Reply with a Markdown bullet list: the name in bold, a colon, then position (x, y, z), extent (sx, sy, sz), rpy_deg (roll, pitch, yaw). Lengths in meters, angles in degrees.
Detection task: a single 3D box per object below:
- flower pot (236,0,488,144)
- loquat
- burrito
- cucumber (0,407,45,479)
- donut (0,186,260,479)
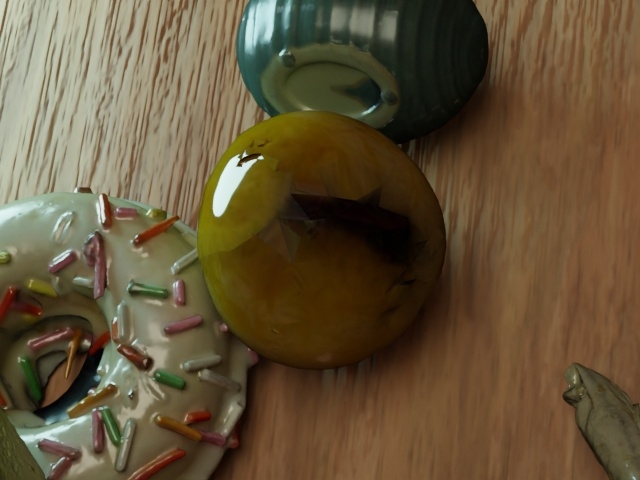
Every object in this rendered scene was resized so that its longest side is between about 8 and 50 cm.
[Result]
- **flower pot**: position (0.037, -0.181, 1.711), extent (0.243, 0.189, 0.157), rpy_deg (4, 39, 23)
- **loquat**: position (0.000, 0.000, 1.627), extent (0.235, 0.235, 0.235), rpy_deg (-7, 66, 15)
- **burrito**: position (0.268, 0.200, 1.498), extent (0.059, 0.082, 0.275), rpy_deg (-37, 34, 12)
- **cucumber**: position (-0.259, 0.283, 1.549), extent (0.105, 0.145, 0.325), rpy_deg (-24, 98, 13)
- **donut**: position (-0.252, 0.122, 1.706), extent (0.382, 0.142, 0.382), rpy_deg (-6, 68, 15)
